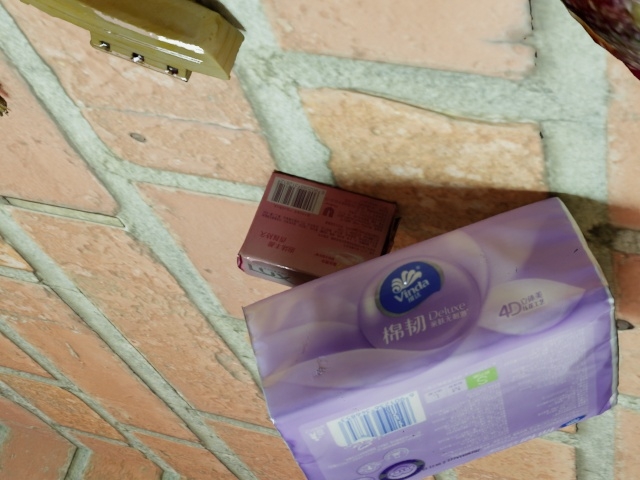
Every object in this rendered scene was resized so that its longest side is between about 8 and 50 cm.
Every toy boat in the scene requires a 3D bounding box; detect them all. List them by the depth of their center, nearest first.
[{"bbox_3d":[-0.166,-0.192,0.937,0.200,0.057,0.077,21,162,-3],"label":"toy boat"}]

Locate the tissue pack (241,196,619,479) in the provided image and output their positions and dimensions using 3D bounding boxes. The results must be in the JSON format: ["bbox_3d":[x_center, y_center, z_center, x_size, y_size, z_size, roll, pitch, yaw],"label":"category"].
[{"bbox_3d":[0.120,0.115,1.078,0.338,0.160,0.242,-20,144,1],"label":"tissue pack"}]

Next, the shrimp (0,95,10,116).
[{"bbox_3d":[-0.412,-0.178,1.162,0.095,0.045,0.162,-5,148,44],"label":"shrimp"}]

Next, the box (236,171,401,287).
[{"bbox_3d":[0.000,0.000,1.152,0.156,0.111,0.060,17,156,11],"label":"box"}]

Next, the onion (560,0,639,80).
[{"bbox_3d":[0.224,-0.164,0.281,0.347,0.348,0.385,38,-173,-36],"label":"onion"}]
